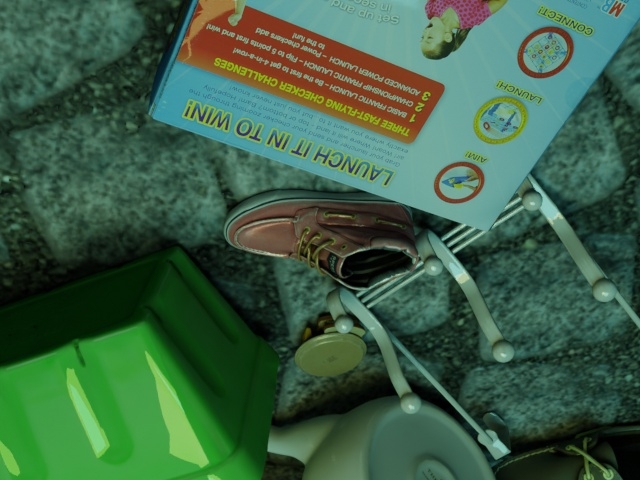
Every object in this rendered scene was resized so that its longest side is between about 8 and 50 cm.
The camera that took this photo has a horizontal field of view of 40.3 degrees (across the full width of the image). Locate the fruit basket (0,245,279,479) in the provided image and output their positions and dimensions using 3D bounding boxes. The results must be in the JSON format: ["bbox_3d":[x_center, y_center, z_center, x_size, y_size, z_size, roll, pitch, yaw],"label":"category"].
[{"bbox_3d":[-0.206,0.226,0.862,0.391,0.283,0.392,1,112,2],"label":"fruit basket"}]

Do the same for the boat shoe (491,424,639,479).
[{"bbox_3d":[0.333,0.271,1.032,0.304,0.109,0.091,-3,129,-11],"label":"boat shoe"}]

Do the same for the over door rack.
[{"bbox_3d":[0.198,0.102,0.880,0.239,0.108,0.324,-34,124,21],"label":"over door rack"}]

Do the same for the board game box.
[{"bbox_3d":[0.067,-0.183,0.651,0.308,0.086,0.302,18,125,-19],"label":"board game box"}]

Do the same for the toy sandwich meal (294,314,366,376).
[{"bbox_3d":[0.010,0.111,0.921,0.085,0.029,0.086,-7,140,-6],"label":"toy sandwich meal"}]

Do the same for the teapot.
[{"bbox_3d":[0.070,0.309,0.960,0.252,0.256,0.187,18,138,-35],"label":"teapot"}]

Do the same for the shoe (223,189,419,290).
[{"bbox_3d":[0.000,0.000,0.795,0.177,0.081,0.064,-3,129,-3],"label":"shoe"}]
